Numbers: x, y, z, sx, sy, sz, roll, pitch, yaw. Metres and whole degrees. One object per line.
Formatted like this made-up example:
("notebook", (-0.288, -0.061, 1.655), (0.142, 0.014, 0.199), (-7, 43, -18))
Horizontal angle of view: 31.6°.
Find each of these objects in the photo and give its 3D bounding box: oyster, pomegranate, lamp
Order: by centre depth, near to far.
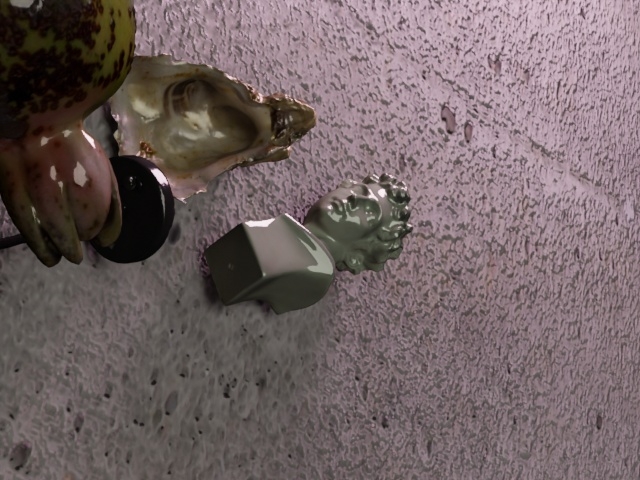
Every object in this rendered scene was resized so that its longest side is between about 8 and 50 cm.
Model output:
("pomegranate", (-0.271, -0.136, 0.954), (0.285, 0.285, 0.340), (-27, 95, -46))
("lamp", (-0.302, 0.026, 1.035), (0.371, 0.130, 0.108), (-32, 148, -41))
("oyster", (-0.124, -0.125, 1.258), (0.233, 0.107, 0.161), (-8, 94, -29))

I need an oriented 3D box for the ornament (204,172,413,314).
("ornament", (-0.009, 0.011, 1.333), (0.285, 0.130, 0.120), (-26, 85, -38))
